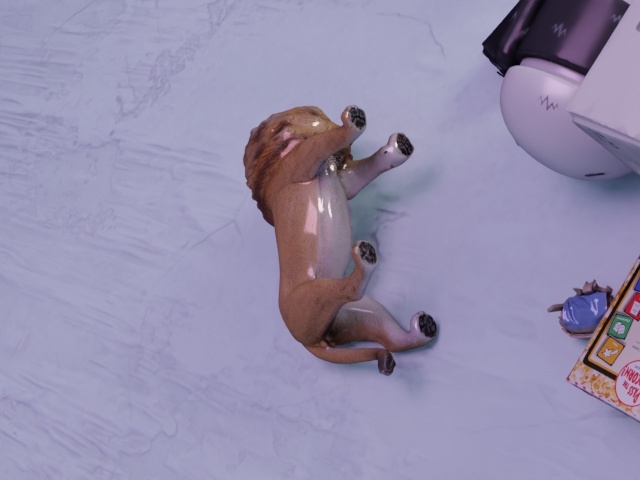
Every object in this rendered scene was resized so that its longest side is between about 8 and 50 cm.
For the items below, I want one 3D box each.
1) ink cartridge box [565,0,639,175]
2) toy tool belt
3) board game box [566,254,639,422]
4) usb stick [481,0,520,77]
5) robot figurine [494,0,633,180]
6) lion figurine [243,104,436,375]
[{"bbox_3d":[0.392,-0.175,1.249,0.131,0.226,0.306,31,91,53],"label":"ink cartridge box"},{"bbox_3d":[0.264,0.064,1.370,0.083,0.051,0.052,-23,50,36],"label":"toy tool belt"},{"bbox_3d":[0.323,0.074,1.257,0.146,0.045,0.194,30,89,52],"label":"board game box"},{"bbox_3d":[0.286,-0.297,1.593,0.278,0.045,0.077,-49,32,12],"label":"usb stick"},{"bbox_3d":[0.295,-0.193,1.415,0.278,0.173,0.209,-60,15,-2],"label":"robot figurine"},{"bbox_3d":[0.000,0.000,1.636,0.240,0.142,0.392,-28,51,43],"label":"lion figurine"}]
